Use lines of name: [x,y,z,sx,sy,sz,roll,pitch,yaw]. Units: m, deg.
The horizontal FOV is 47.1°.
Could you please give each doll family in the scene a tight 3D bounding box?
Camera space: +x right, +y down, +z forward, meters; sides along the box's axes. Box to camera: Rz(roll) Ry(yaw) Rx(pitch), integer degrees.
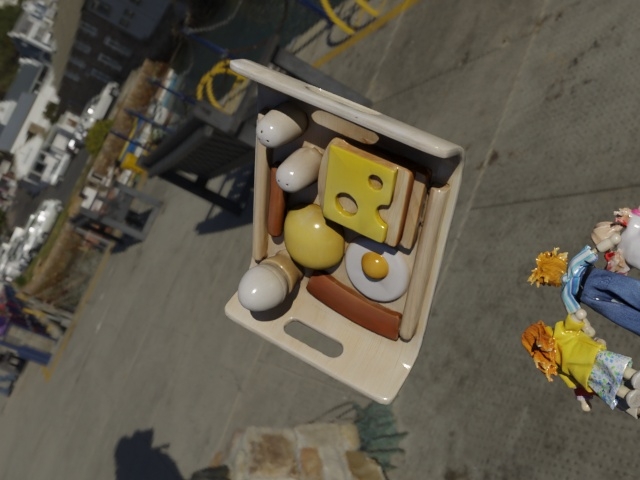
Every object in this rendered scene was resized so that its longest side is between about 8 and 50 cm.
doll family: [0.316,0.085,0.848,0.163,0.118,0.262,29,114,47]

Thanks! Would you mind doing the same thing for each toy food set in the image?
toy food set: [0.000,0.000,0.703,0.092,0.220,0.306,-41,-32,-42]
